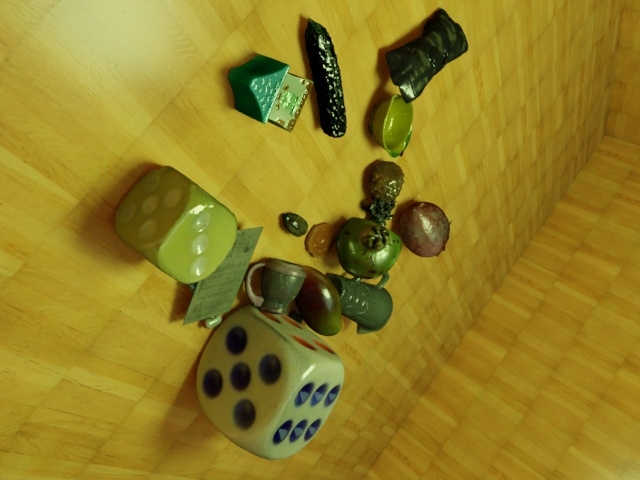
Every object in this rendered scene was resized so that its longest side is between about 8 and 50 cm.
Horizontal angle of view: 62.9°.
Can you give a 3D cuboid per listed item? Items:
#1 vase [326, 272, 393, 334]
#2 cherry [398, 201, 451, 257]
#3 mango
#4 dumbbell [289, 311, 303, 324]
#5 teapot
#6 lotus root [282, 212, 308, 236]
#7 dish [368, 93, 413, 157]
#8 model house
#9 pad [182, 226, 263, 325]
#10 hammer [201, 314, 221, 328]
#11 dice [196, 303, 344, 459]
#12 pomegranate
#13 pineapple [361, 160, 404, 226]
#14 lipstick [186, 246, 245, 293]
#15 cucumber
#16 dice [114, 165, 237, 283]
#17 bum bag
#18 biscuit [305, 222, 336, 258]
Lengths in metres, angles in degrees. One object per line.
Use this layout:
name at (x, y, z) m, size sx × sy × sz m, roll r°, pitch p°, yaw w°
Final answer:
vase at (0.121, 0.187, 1.748) m, size 0.301 × 0.156 × 0.251 m, roll 28°, pitch 97°, yaw -50°
cherry at (0.360, -0.049, 1.830) m, size 0.192 × 0.175 × 0.250 m, roll -62°, pitch 146°, yaw -11°
mango at (-0.002, 0.189, 1.559) m, size 0.133 × 0.111 × 0.267 m, roll -17°, pitch 120°, yaw 11°
dumbbell at (-0.043, 0.229, 1.649) m, size 0.118 × 0.046 × 0.052 m, roll -25°, pitch 140°, yaw -39°
teapot at (-0.119, 0.124, 1.389) m, size 0.148 × 0.116 × 0.146 m, roll 15°, pitch 91°, yaw -49°
lotus root at (-0.068, -0.043, 1.400) m, size 0.054 × 0.049 × 0.099 m, roll -55°, pitch 140°, yaw -2°
dish at (0.192, -0.328, 1.476) m, size 0.149 × 0.080 × 0.207 m, roll -44°, pitch 143°, yaw -27°
model house at (-0.111, -0.310, 1.087) m, size 0.149 × 0.100 × 0.127 m, roll 10°, pitch 107°, yaw -53°
pad at (-0.230, 0.085, 1.249) m, size 0.159 × 0.009 × 0.265 m, roll -12°, pitch 133°, yaw -54°
hammer at (-0.277, 0.184, 1.332) m, size 0.052 × 0.031 × 0.083 m, roll -26°, pitch 129°, yaw -43°
dice at (-0.136, 0.374, 1.414) m, size 0.304 × 0.304 × 0.277 m, roll -59°, pitch 146°, yaw 1°
pomegranate at (0.150, 0.035, 1.559) m, size 0.190 × 0.241 × 0.159 m, roll 33°, pitch 71°, yaw -29°
pineapple at (0.192, -0.126, 1.623) m, size 0.119 × 0.111 × 0.237 m, roll -4°, pitch 135°, yaw -14°
lipstick at (-0.252, 0.059, 1.246) m, size 0.158 × 0.048 × 0.048 m, roll -42°, pitch 143°, yaw -22°
cucumber at (0.014, -0.374, 1.219) m, size 0.072 × 0.072 × 0.300 m, roll -41°, pitch 143°, yaw -23°
dice at (-0.280, -0.029, 1.030) m, size 0.169 × 0.169 × 0.166 m, roll -54°, pitch 147°, yaw -7°
bum bag at (0.295, -0.513, 1.427) m, size 0.340 × 0.095 × 0.144 m, roll -44°, pitch 115°, yaw -26°
biscuit at (0.000, 0.000, 1.545) m, size 0.102 × 0.019 × 0.130 m, roll -48°, pitch 145°, yaw -14°
